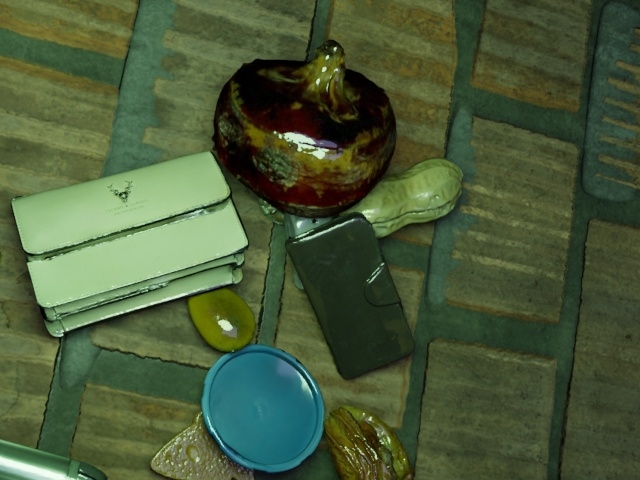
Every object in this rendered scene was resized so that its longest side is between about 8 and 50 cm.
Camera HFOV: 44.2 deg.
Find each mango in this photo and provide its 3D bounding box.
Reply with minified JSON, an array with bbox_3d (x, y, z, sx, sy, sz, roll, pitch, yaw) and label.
[{"bbox_3d":[-0.186,0.131,1.448,0.103,0.076,0.161,-32,83,-22],"label":"mango"}]

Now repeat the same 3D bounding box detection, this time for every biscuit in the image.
[{"bbox_3d":[-0.187,0.374,1.433,0.250,0.035,0.162,-9,79,-24],"label":"biscuit"}]

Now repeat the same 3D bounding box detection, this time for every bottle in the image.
[{"bbox_3d":[-0.484,0.383,1.315,0.254,0.079,0.096,21,121,-13],"label":"bottle"}]

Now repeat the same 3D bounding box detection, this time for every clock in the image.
[{"bbox_3d":[0.000,0.000,1.510,0.117,0.080,0.176,-13,103,-18],"label":"clock"}]

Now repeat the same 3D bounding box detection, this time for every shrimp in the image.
[{"bbox_3d":[-0.044,-0.075,1.546,0.161,0.034,0.091,-1,97,-13],"label":"shrimp"}]

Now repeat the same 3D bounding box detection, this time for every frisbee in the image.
[{"bbox_3d":[-0.106,0.306,1.440,0.242,0.045,0.242,14,54,-20],"label":"frisbee"}]

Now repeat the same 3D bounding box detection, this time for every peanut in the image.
[{"bbox_3d":[0.164,-0.079,1.549,0.290,0.130,0.130,-20,89,-23],"label":"peanut"}]

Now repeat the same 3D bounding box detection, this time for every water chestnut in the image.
[{"bbox_3d":[-0.023,-0.218,1.409,0.351,0.302,0.350,8,42,-7],"label":"water chestnut"}]

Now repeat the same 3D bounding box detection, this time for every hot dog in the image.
[{"bbox_3d":[0.098,0.425,1.455,0.114,0.175,0.259,-17,90,24],"label":"hot dog"}]

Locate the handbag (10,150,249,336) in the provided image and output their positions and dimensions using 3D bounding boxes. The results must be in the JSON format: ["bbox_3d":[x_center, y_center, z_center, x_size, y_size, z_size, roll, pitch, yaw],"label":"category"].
[{"bbox_3d":[-0.327,-0.010,1.369,0.359,0.160,0.236,-16,64,-17],"label":"handbag"}]

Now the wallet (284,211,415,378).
[{"bbox_3d":[0.062,0.107,1.477,0.165,0.042,0.309,-21,109,1],"label":"wallet"}]
